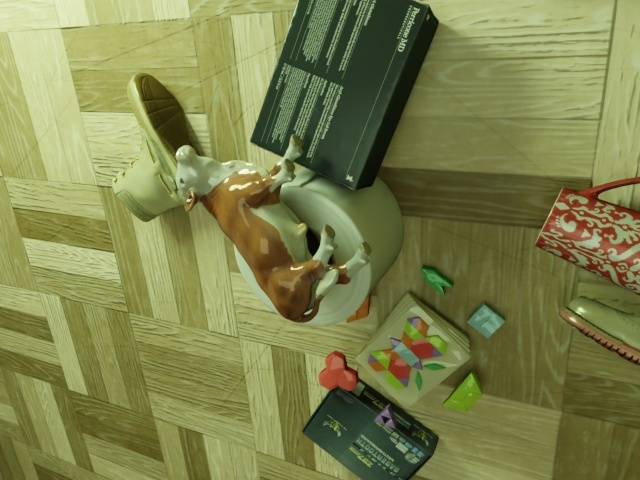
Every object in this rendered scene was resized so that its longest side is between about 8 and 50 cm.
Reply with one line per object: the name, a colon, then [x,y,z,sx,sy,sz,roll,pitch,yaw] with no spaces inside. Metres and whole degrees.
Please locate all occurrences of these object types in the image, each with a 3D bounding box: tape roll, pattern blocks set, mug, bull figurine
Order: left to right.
bull figurine: [-0.075,-0.031,0.767,0.188,0.101,0.310,-34,93,33]
tape roll: [0.000,0.000,0.907,0.246,0.169,0.246,12,118,23]
pattern blocks set: [0.160,0.204,0.969,0.285,0.026,0.325,30,112,11]
mug: [0.405,-0.015,0.742,0.169,0.150,0.113,25,167,21]

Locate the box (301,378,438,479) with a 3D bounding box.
box: [0.097,0.402,1.107,0.232,0.059,0.183,36,124,10]

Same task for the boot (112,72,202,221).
boot: [-0.345,-0.173,1.057,0.203,0.095,0.262,-16,108,34]

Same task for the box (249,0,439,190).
box: [0.033,-0.230,0.788,0.184,0.103,0.261,27,107,17]

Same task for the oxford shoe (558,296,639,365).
oxford shoe: [0.523,0.136,0.749,0.348,0.123,0.130,21,94,20]
